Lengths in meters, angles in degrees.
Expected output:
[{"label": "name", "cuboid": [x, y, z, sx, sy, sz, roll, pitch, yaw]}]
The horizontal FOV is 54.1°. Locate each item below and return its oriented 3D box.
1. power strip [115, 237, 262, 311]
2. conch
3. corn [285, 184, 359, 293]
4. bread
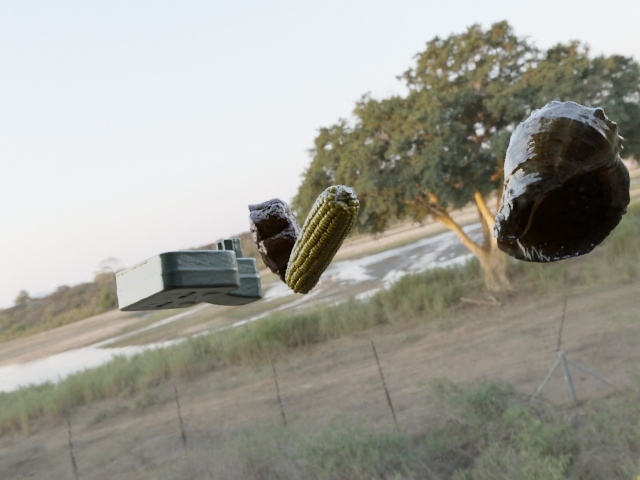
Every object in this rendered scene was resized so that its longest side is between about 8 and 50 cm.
[{"label": "power strip", "cuboid": [-0.247, 0.061, 1.257, 0.261, 0.141, 0.229, 1, -15, -41]}, {"label": "conch", "cuboid": [0.493, -0.118, 1.326, 0.352, 0.297, 0.210, -45, 15, 10]}, {"label": "corn", "cuboid": [0.000, 0.000, 0.942, 0.067, 0.067, 0.206, -18, -34, -42]}, {"label": "bread", "cuboid": [-0.119, -0.003, 1.753, 0.135, 0.246, 0.232, -28, -34, 5]}]
